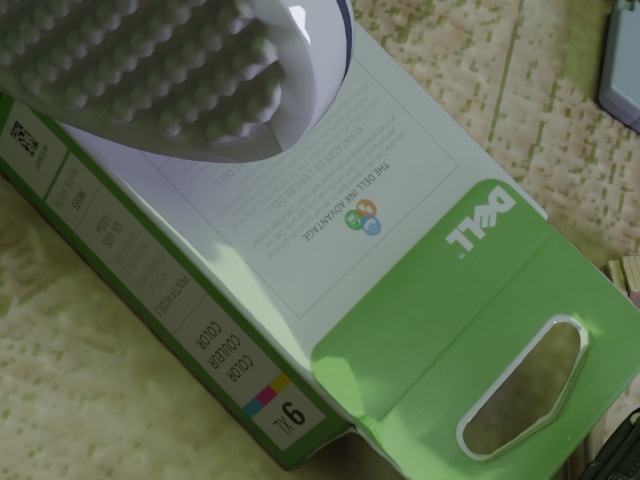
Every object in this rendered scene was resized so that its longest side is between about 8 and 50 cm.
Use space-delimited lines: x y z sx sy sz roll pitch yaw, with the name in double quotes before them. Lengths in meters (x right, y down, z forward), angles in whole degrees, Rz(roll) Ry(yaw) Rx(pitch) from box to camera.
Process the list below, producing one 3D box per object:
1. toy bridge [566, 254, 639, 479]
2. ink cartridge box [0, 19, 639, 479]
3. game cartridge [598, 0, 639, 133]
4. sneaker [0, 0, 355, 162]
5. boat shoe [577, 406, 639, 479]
"toy bridge" 0.121 0.096 0.572 0.063 0.026 0.188 -2 68 -21
"ink cartridge box" 0.000 0.000 0.542 0.209 0.062 0.109 45 60 3
"game cartridge" 0.152 -0.060 0.662 0.083 0.017 0.056 21 57 -13
"sneaker" -0.112 -0.141 0.484 0.321 0.126 0.127 28 55 16
"boat shoe" 0.053 0.136 0.497 0.228 0.080 0.076 -45 50 -15
